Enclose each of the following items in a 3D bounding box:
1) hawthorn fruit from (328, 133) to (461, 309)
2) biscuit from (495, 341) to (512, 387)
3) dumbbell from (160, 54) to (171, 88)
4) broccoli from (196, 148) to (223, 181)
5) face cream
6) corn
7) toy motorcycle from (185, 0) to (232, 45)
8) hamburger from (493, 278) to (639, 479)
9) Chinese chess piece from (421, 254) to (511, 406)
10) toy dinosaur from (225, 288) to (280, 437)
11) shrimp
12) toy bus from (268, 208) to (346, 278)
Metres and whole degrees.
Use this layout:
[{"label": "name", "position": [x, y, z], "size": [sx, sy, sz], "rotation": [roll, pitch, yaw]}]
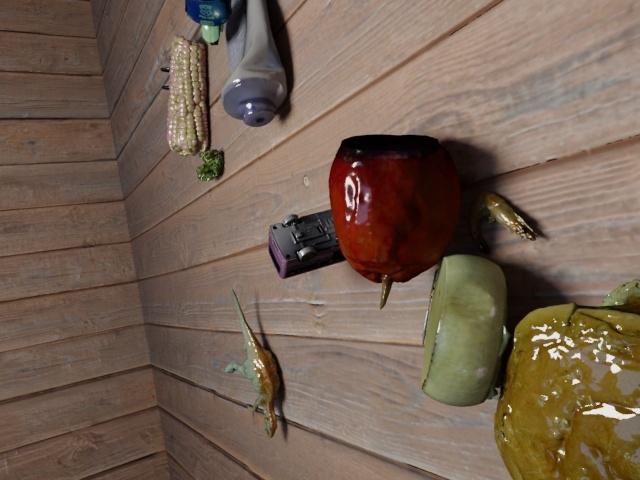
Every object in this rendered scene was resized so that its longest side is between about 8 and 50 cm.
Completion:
[{"label": "hawthorn fruit", "position": [0.102, -0.031, 0.689], "size": [0.190, 0.190, 0.251], "rotation": [-10, 80, 58]}, {"label": "biscuit", "position": [0.241, 0.171, 0.684], "size": [0.082, 0.016, 0.092], "rotation": [51, 139, 32]}, {"label": "dumbbell", "position": [-0.481, -0.523, 1.613], "size": [0.069, 0.070, 0.147], "rotation": [18, 112, 55]}, {"label": "broccoli", "position": [-0.324, -0.213, 1.425], "size": [0.097, 0.092, 0.095], "rotation": [6, 116, 39]}, {"label": "face cream", "position": [-0.170, -0.443, 1.111], "size": [0.235, 0.137, 0.419], "rotation": [-43, 53, 56]}, {"label": "corn", "position": [-0.389, -0.415, 1.452], "size": [0.127, 0.127, 0.334], "rotation": [25, 116, 53]}, {"label": "toy motorcycle", "position": [-0.232, -0.584, 1.049], "size": [0.196, 0.125, 0.330], "rotation": [-104, 17, -64]}, {"label": "hamburger", "position": [0.300, 0.189, 0.484], "size": [0.266, 0.135, 0.284], "rotation": [25, 120, 56]}, {"label": "Chinese chess piece", "position": [0.178, 0.111, 0.628], "size": [0.188, 0.083, 0.188], "rotation": [9, -90, -81]}, {"label": "toy dinosaur", "position": [-0.181, 0.312, 1.326], "size": [0.206, 0.092, 0.392], "rotation": [10, 105, 57]}, {"label": "shrimp", "position": [0.232, -0.012, 0.647], "size": [0.114, 0.023, 0.083], "rotation": [49, 139, 49]}, {"label": "toy bus", "position": [0.000, 0.000, 0.880], "size": [0.086, 0.179, 0.098], "rotation": [63, 156, 28]}]
